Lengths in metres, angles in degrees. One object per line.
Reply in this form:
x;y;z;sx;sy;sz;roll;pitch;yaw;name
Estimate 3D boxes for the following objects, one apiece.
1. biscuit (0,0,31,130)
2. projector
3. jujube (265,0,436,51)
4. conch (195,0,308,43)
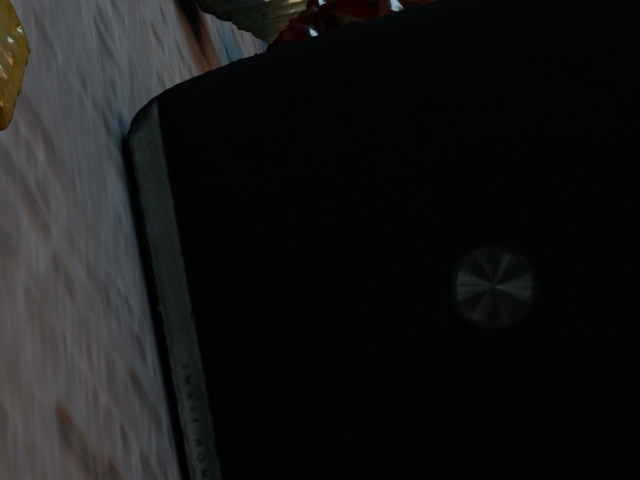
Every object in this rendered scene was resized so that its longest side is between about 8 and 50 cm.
-0.158;-0.101;0.677;0.083;0.018;0.081;-94;166;-55;biscuit
0.125;0.059;0.930;0.242;0.405;0.395;56;20;-67;projector
0.120;-0.097;1.436;0.377;0.276;0.276;31;-14;25;jujube
-0.077;-0.244;1.282;0.153;0.102;0.135;53;25;2;conch
